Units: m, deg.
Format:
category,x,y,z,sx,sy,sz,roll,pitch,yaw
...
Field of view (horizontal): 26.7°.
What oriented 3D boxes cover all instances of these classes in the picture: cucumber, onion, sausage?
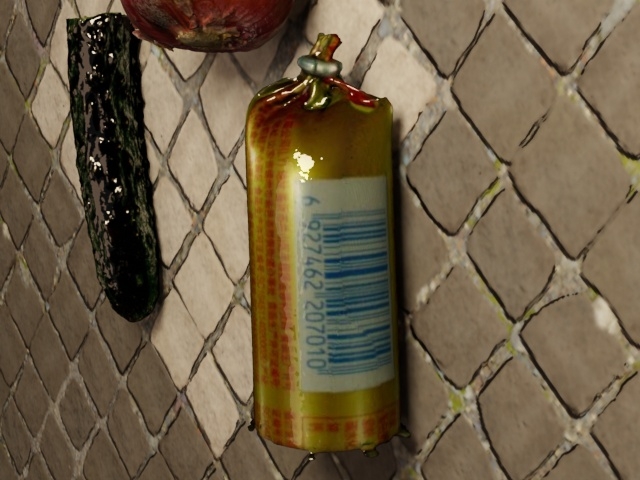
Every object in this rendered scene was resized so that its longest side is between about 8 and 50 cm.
category,x,y,z,sx,sy,sz,roll,pitch,yaw
cucumber,-0.204,-0.070,1.330,0.081,0.072,0.304,7,103,52
onion,-0.087,-0.248,1.081,0.159,0.159,0.195,-9,74,53
sausage,-0.001,0.000,1.042,0.125,0.117,0.318,3,99,38
